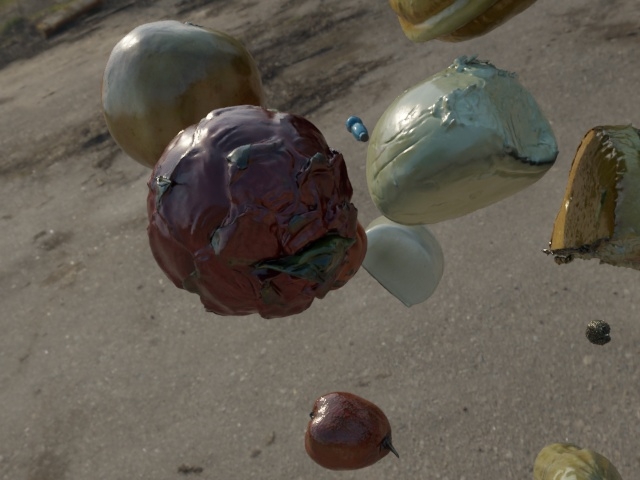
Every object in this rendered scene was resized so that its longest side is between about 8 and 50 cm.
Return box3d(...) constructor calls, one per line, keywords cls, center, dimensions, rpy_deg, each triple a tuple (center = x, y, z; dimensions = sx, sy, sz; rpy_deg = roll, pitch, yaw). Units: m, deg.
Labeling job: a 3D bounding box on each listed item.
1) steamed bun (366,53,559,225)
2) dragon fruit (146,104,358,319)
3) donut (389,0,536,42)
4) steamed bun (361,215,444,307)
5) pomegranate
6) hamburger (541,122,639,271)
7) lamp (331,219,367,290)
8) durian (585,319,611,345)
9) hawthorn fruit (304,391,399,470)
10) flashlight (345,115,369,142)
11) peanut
box3d(cls="steamed bun", center=(0.225, -0.173, 1.097), dimensions=(0.312, 0.232, 0.334), rpy_deg=(-27, -19, 36))
box3d(cls="dragon fruit", center=(-0.086, -0.026, 0.711), dimensions=(0.244, 0.244, 0.299), rpy_deg=(-44, 14, -29))
box3d(cls="donut", center=(0.287, -0.534, 1.081), dimensions=(0.449, 0.198, 0.448), rpy_deg=(-40, 29, 28))
box3d(cls="steamed bun", center=(0.219, 0.037, 1.601), dimensions=(0.164, 0.242, 0.146), rpy_deg=(-48, 0, 26))
box3d(cls="pomegranate", center=(-0.216, -0.209, 0.991), dimensions=(0.229, 0.270, 0.252), rpy_deg=(21, 26, 30))
box3d(cls="hamburger", center=(0.562, -0.077, 1.053), dimensions=(0.268, 0.286, 0.445), rpy_deg=(11, 0, 11))
box3d(cls="lamp", center=(0.000, 0.000, 1.195), dimensions=(0.188, 0.163, 0.187), rpy_deg=(15, 28, -9))
box3d(cls="durian", center=(0.857, 0.282, 1.891), dimensions=(0.080, 0.080, 0.091), rpy_deg=(-31, 3, -11))
box3d(cls="hawthorn fruit", center=(0.092, 0.529, 1.666), dimensions=(0.262, 0.210, 0.210), rpy_deg=(16, 46, 16))
box3d(cls="flashlight", center=(0.105, -0.309, 1.712), dimensions=(0.051, 0.051, 0.129), rpy_deg=(-24, 30, -1))
box3d(cls="peanut", center=(0.498, 0.474, 1.199), dimensions=(0.152, 0.313, 0.152), rpy_deg=(-2, 80, 10))
